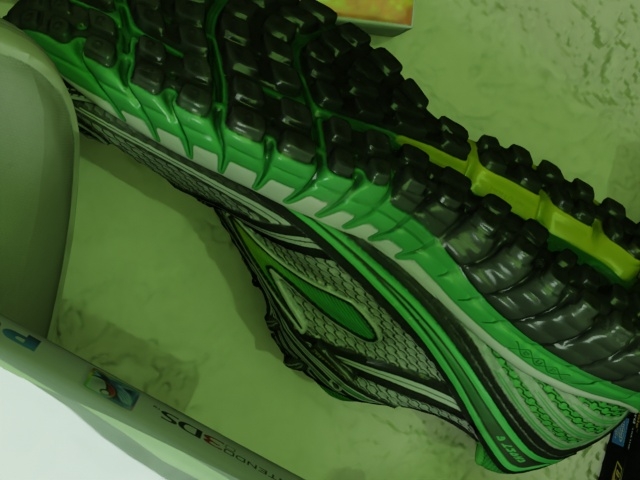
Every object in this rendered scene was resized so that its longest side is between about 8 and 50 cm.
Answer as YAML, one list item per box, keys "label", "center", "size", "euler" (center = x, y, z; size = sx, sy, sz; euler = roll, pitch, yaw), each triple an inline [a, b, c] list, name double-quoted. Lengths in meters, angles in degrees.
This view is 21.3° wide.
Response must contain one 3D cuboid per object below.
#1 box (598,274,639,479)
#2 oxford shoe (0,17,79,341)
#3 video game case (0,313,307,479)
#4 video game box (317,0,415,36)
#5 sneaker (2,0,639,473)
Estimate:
- label: "box"
  center: [0.310, 0.103, 0.862]
  size: [0.322, 0.079, 0.257]
  euler: [12, 90, -10]
- label: "oxford shoe"
  center: [-0.193, 0.124, 0.683]
  size: [0.169, 0.130, 0.449]
  euler: [10, 110, -40]
- label: "video game case"
  center: [-0.199, 0.159, 0.608]
  size: [0.300, 0.036, 0.329]
  euler: [29, 104, -4]
- label: "video game box"
  center: [-0.049, -0.201, 0.813]
  size: [0.205, 0.048, 0.187]
  euler: [5, 93, -9]
- label: "sneaker"
  center: [0.000, 0.000, 0.770]
  size: [0.343, 0.134, 0.146]
  euler: [34, 121, -8]
